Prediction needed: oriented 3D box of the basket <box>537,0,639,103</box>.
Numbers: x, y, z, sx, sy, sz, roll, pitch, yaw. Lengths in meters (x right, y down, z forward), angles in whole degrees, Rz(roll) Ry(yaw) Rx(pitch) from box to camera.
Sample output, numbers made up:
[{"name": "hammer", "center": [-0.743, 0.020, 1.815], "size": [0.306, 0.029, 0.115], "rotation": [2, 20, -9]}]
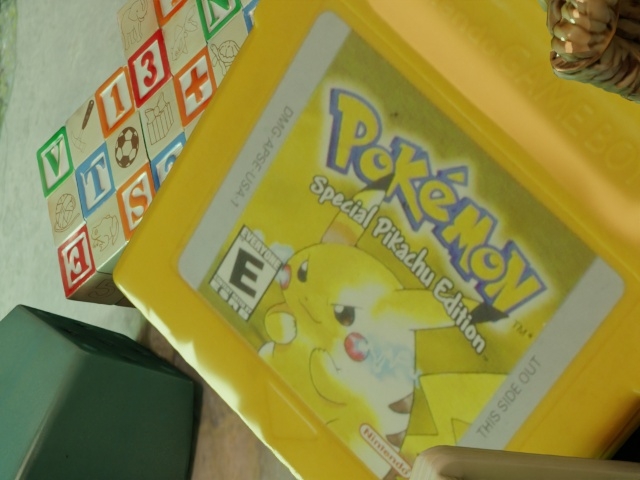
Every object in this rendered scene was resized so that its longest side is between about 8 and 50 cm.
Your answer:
[{"name": "basket", "center": [0.223, -0.180, 0.751], "size": [0.213, 0.299, 0.223], "rotation": [-44, 49, 34]}]

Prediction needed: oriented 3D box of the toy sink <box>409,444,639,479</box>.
[{"name": "toy sink", "center": [0.113, 0.174, 0.803], "size": [0.234, 0.153, 0.131], "rotation": [29, 105, 56]}]

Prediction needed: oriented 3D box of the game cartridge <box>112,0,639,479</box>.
[{"name": "game cartridge", "center": [0.054, -0.005, 0.906], "size": [0.285, 0.053, 0.323], "rotation": [45, 126, 19]}]

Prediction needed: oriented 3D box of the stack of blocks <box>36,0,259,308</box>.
[{"name": "stack of blocks", "center": [-0.083, -0.095, 1.266], "size": [0.297, 0.087, 0.171], "rotation": [-39, 54, 39]}]

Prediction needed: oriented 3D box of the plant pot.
[{"name": "plant pot", "center": [-0.200, 0.179, 1.300], "size": [0.166, 0.165, 0.234], "rotation": [29, 97, 49]}]

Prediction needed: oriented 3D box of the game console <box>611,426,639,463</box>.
[{"name": "game console", "center": [0.175, 0.305, 0.851], "size": [0.386, 0.060, 0.342], "rotation": [47, 125, 49]}]
